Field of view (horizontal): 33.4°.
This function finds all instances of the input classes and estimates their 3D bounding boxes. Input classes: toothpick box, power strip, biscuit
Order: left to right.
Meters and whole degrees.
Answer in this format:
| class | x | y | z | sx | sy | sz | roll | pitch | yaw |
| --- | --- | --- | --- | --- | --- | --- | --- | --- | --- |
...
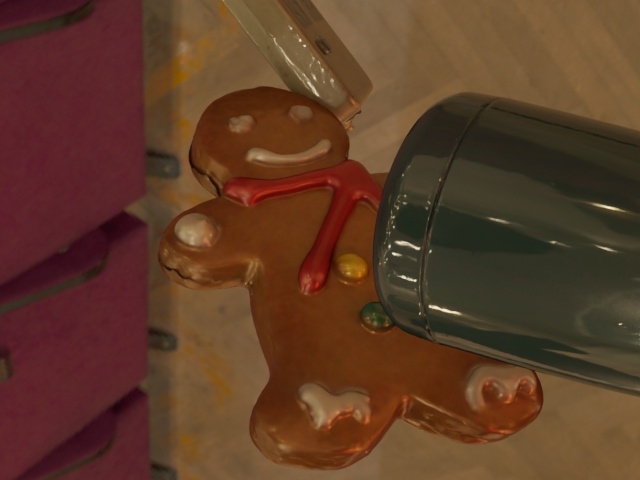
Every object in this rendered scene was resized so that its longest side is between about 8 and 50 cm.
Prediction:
| class | x | y | z | sx | sy | sz | roll | pitch | yaw |
| --- | --- | --- | --- | --- | --- | --- | --- | --- | --- |
| power strip | -0.046 | -0.202 | 0.882 | 0.046 | 0.118 | 0.270 | -36 | 98 | 15 |
| biscuit | 0.000 | 0.000 | 0.731 | 0.216 | 0.340 | 0.047 | -6 | 139 | -19 |
| toothpick box | 0.127 | 0.008 | 0.476 | 0.184 | 0.120 | 0.120 | 17 | 133 | 28 |
